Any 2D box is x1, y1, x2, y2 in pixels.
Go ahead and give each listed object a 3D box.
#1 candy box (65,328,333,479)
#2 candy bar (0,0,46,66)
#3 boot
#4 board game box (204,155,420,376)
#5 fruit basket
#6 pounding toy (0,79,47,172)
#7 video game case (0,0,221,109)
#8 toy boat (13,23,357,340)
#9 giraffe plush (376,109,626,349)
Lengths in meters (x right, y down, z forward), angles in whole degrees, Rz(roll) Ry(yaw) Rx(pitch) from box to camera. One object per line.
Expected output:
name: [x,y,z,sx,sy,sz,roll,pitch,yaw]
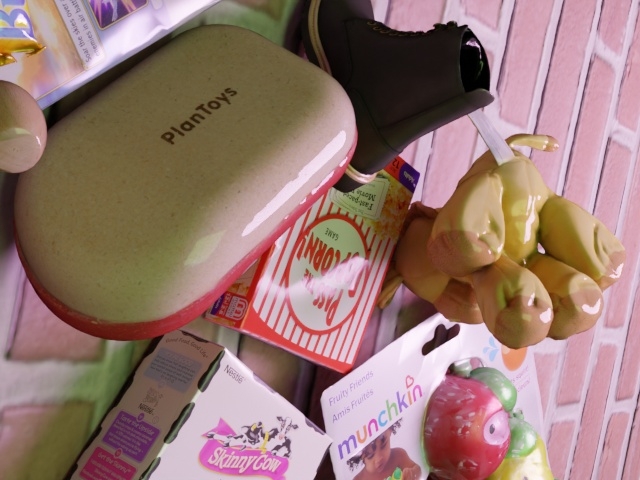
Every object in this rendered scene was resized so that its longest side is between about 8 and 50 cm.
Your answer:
candy box: [-0.097,0.189,0.633,0.165,0.070,0.196,49,64,-43]
candy bar: [-0.167,-0.165,0.418,0.040,0.018,0.161,-24,116,-42]
boot: [0.060,-0.144,0.634,0.077,0.137,0.197,22,52,-42]
board game box: [0.000,0.000,0.717,0.147,0.045,0.193,30,76,-47]
fruit basket: [0.149,0.236,0.851,0.327,0.165,0.352,-26,117,-42]
pounding toy: [-0.220,0.025,0.356,0.270,0.154,0.154,-34,125,-17]
video game case: [-0.161,-0.228,0.468,0.244,0.061,0.269,-43,128,-34]
toy boat: [-0.086,-0.024,0.568,0.231,0.151,0.151,-45,159,-32]
giraffe plush: [0.132,0.011,0.766,0.181,0.170,0.210,-8,68,-34]
